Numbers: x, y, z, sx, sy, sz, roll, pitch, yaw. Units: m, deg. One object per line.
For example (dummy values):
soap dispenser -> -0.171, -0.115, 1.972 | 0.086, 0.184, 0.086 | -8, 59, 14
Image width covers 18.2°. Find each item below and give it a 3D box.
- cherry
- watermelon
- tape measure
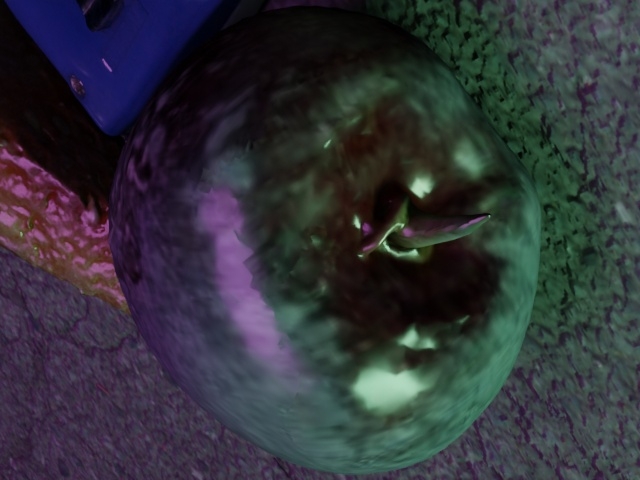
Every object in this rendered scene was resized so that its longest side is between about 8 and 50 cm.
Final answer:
cherry -> 0.000, 0.000, 1.099 | 0.255, 0.218, 0.296 | 59, 160, -11
watermelon -> -0.164, -0.051, 1.311 | 0.256, 0.193, 0.140 | 42, 128, 10
tape measure -> -0.093, -0.208, 1.152 | 0.215, 0.098, 0.351 | 52, 144, 5
